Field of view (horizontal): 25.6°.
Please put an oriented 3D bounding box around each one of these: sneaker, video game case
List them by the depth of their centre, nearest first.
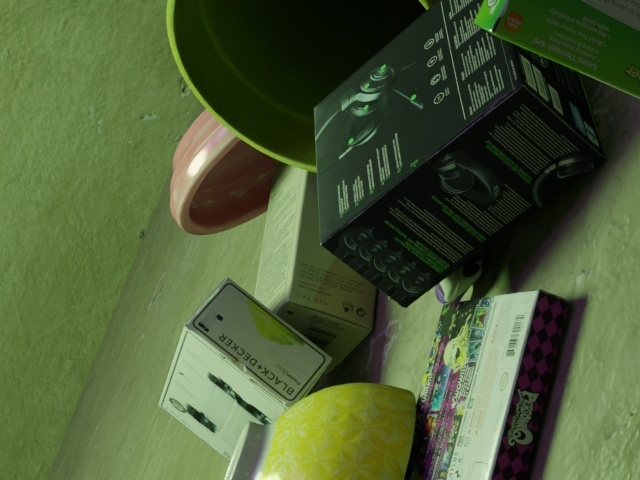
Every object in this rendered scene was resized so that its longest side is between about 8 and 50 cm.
[{"bbox_3d":[0.147,0.167,1.353,0.210,0.042,0.232,-18,54,69],"label":"video game case"},{"bbox_3d":[0.141,-0.003,1.533,0.071,0.068,0.170,106,177,-51],"label":"sneaker"}]

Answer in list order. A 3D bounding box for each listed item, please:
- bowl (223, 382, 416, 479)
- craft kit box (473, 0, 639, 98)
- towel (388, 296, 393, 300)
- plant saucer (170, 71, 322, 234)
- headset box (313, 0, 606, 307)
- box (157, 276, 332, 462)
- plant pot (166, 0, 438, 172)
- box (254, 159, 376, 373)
[{"bbox_3d":[-0.023,0.268,1.465,0.289,0.156,0.289,-160,90,-86],"label":"bowl"},{"bbox_3d":[0.277,-0.222,1.041,0.246,0.250,0.061,-66,17,9],"label":"craft kit box"},{"bbox_3d":[0.111,-0.010,1.689,0.110,0.027,0.148,134,150,-55],"label":"towel"},{"bbox_3d":[-0.085,-0.142,1.993,0.332,0.084,0.332,-35,-17,-12],"label":"plant saucer"},{"bbox_3d":[0.122,-0.104,1.438,0.283,0.131,0.246,-39,31,25],"label":"headset box"},{"bbox_3d":[-0.101,0.180,1.775,0.087,0.169,0.290,-49,-8,-27],"label":"box"},{"bbox_3d":[0.045,-0.332,1.757,0.366,0.366,0.353,-49,12,49],"label":"plant pot"},{"bbox_3d":[0.000,0.000,1.856,0.148,0.121,0.311,131,153,-51],"label":"box"}]
